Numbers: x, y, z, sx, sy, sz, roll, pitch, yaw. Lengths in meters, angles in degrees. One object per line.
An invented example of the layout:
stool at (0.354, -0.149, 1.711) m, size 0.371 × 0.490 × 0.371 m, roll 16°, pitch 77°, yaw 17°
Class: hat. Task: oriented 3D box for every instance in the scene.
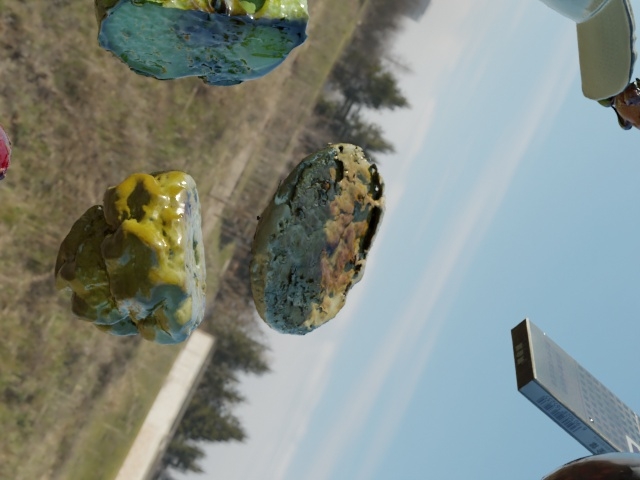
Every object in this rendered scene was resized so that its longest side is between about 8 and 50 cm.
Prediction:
hat at (0.303, -0.323, 1.205) m, size 0.258 × 0.168 × 0.301 m, roll -65°, pitch 147°, yaw -52°

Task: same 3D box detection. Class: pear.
pear at (-0.158, -0.330, 1.139) m, size 0.164 × 0.238 × 0.255 m, roll -34°, pitch -120°, yaw 57°

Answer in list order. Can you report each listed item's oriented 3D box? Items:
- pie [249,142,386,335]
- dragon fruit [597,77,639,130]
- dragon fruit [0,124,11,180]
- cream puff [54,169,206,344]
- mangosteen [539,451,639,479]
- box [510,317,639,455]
pie at (0.000, 0.000, 1.317) m, size 0.274 × 0.055 × 0.274 m, roll -32°, pitch 134°, yaw -41°
dragon fruit at (0.589, -0.233, 1.706) m, size 0.142 × 0.175 × 0.138 m, roll -41°, pitch 164°, yaw 33°
dragon fruit at (-0.506, -0.156, 1.351) m, size 0.094 × 0.190 × 0.094 m, roll -25°, pitch -136°, yaw 26°
cream puff at (-0.330, 0.033, 1.666) m, size 0.324 × 0.257 × 0.291 m, roll -77°, pitch 161°, yaw -85°
mangosteen at (0.312, 0.394, 1.059) m, size 0.347 × 0.307 × 0.307 m, roll -38°, pitch -165°, yaw 25°
box at (0.458, 0.288, 1.677) m, size 0.047 × 0.325 × 0.180 m, roll -42°, pitch -163°, yaw 25°
